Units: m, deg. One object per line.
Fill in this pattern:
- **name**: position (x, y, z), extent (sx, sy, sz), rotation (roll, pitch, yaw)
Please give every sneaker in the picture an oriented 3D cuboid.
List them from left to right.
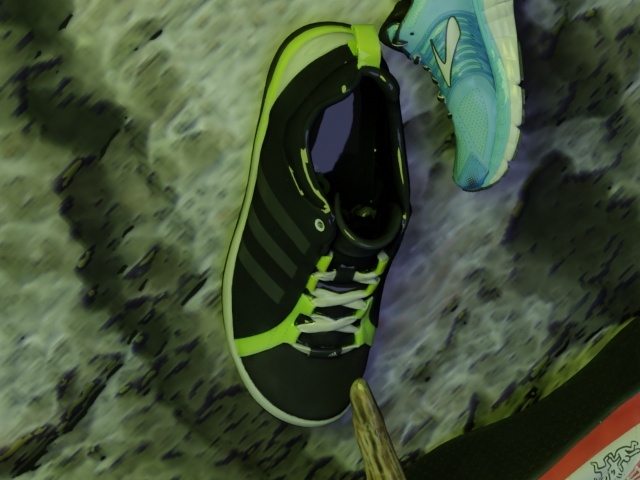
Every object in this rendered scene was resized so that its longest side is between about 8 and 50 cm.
- **sneaker**: position (0.000, 0.000, 0.865), extent (0.084, 0.097, 0.234), rotation (-4, 110, -18)
- **sneaker**: position (0.067, -0.104, 0.883), extent (0.073, 0.063, 0.162), rotation (-8, 106, 0)
- **sneaker**: position (0.156, 0.162, 0.985), extent (0.270, 0.090, 0.145), rotation (-33, 114, -8)

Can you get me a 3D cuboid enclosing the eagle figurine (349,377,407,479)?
- **eagle figurine**: position (-0.063, 0.246, 0.875), extent (0.298, 0.226, 0.225), rotation (-23, 156, -3)
